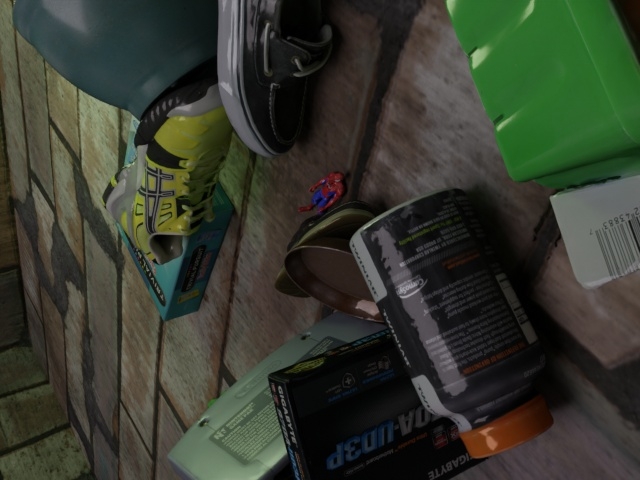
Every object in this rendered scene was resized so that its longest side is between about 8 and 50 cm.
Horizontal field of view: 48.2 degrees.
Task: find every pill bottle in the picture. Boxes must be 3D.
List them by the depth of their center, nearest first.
[{"bbox_3d":[0.134,0.082,0.703,0.130,0.130,0.246,-42,69,56],"label":"pill bottle"}]

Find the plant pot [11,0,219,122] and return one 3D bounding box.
[{"bbox_3d":[-0.231,-0.286,0.976,0.196,0.293,0.293,55,148,-4],"label":"plant pot"}]

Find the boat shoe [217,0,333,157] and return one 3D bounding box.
[{"bbox_3d":[-0.046,-0.237,0.839,0.119,0.121,0.335,19,134,26],"label":"boat shoe"}]

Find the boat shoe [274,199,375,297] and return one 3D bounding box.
[{"bbox_3d":[0.001,0.001,0.920,0.223,0.080,0.073,131,148,-52],"label":"boat shoe"}]

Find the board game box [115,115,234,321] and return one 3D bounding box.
[{"bbox_3d":[-0.286,-0.043,1.336,0.254,0.079,0.336,57,145,24],"label":"board game box"}]

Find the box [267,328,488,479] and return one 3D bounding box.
[{"bbox_3d":[0.067,0.193,0.773,0.051,0.220,0.175,-4,101,62],"label":"box"}]

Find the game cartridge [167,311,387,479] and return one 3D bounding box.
[{"bbox_3d":[-0.032,0.201,0.869,0.198,0.297,0.062,4,127,58],"label":"game cartridge"}]

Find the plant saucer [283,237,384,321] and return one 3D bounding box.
[{"bbox_3d":[0.038,0.044,0.852,0.168,0.029,0.168,19,152,10],"label":"plant saucer"}]

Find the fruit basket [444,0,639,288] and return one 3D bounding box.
[{"bbox_3d":[0.247,-0.183,0.402,0.353,0.165,0.327,-30,68,36],"label":"fruit basket"}]

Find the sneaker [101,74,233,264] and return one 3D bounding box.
[{"bbox_3d":[-0.192,-0.098,1.040,0.147,0.145,0.384,55,143,7],"label":"sneaker"}]

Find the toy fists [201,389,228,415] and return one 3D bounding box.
[{"bbox_3d":[-0.159,0.403,1.341,0.142,0.096,0.279,31,128,34],"label":"toy fists"}]

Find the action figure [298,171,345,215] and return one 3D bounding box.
[{"bbox_3d":[0.004,-0.057,0.936,0.115,0.030,0.038,-47,60,52],"label":"action figure"}]
